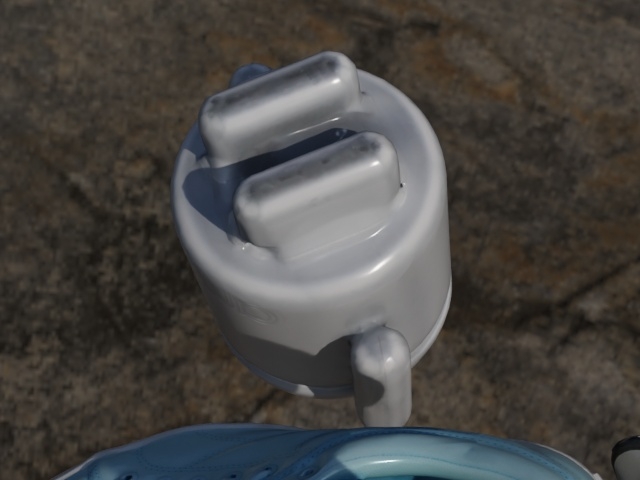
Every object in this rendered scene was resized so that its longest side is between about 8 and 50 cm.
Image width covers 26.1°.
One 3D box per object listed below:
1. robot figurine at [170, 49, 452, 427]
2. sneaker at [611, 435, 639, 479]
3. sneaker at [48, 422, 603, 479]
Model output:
[{"bbox_3d":[0.000,0.000,1.071,0.199,0.353,0.300,-19,63,-2],"label":"robot figurine"},{"bbox_3d":[0.431,0.350,1.637,0.108,0.100,0.272,-6,56,-44],"label":"sneaker"},{"bbox_3d":[-0.025,0.155,0.747,0.365,0.150,0.135,-10,75,10],"label":"sneaker"}]
